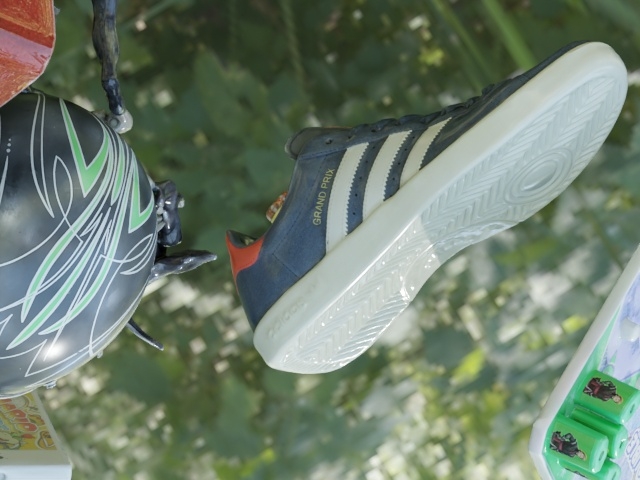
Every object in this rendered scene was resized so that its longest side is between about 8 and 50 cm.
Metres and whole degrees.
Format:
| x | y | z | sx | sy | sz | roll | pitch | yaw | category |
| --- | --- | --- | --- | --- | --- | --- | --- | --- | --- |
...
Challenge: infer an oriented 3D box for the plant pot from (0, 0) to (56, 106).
| x | y | z | sx | sy | sz | roll | pitch | yaw | category |
| --- | --- | --- | --- | --- | --- | --- | --- | --- | --- |
| -0.312 | -0.171 | 0.875 | 0.267 | 0.267 | 0.235 | -31 | 144 | 35 | plant pot |

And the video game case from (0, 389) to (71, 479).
| x | y | z | sx | sy | sz | roll | pitch | yaw | category |
| --- | --- | --- | --- | --- | --- | --- | --- | --- | --- |
| -0.333 | 0.149 | 1.492 | 0.206 | 0.227 | 0.026 | 3 | 108 | -22 | video game case |

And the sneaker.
| x | y | z | sx | sy | sz | roll | pitch | yaw | category |
| --- | --- | --- | --- | --- | --- | --- | --- | --- | --- |
| 0.062 | -0.056 | 1.322 | 0.350 | 0.148 | 0.131 | -39 | 149 | 17 | sneaker |

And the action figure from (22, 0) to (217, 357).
| x | y | z | sx | sy | sz | roll | pitch | yaw | category |
| --- | --- | --- | --- | --- | --- | --- | --- | --- | --- |
| -0.171 | -0.050 | 1.219 | 0.164 | 0.276 | 0.141 | -8 | -176 | 21 | action figure |

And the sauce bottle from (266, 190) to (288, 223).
| x | y | z | sx | sy | sz | roll | pitch | yaw | category |
| --- | --- | --- | --- | --- | --- | --- | --- | --- | --- |
| 0.000 | 0.000 | 1.902 | 0.042 | 0.128 | 0.042 | -48 | 173 | -8 | sauce bottle |

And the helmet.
| x | y | z | sx | sy | sz | roll | pitch | yaw | category |
| --- | --- | --- | --- | --- | --- | --- | --- | --- | --- |
| -0.172 | 0.000 | 1.003 | 0.169 | 0.169 | 0.161 | -25 | -154 | -23 | helmet |

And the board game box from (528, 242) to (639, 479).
| x | y | z | sx | sy | sz | roll | pitch | yaw | category |
| --- | --- | --- | --- | --- | --- | --- | --- | --- | --- |
| 0.312 | 0.089 | 1.386 | 0.390 | 0.050 | 0.390 | -56 | 148 | -19 | board game box |
